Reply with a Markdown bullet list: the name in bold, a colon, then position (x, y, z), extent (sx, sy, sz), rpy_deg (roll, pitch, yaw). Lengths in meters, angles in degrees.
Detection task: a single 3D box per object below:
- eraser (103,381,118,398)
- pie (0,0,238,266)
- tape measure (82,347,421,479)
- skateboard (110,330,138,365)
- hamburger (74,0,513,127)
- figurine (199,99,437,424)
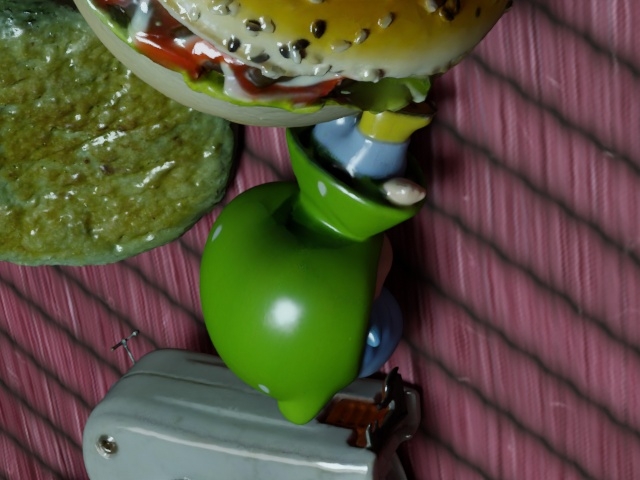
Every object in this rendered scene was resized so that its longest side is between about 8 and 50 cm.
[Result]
- **eraser**: position (-0.130, 0.151, 1.458), extent (0.105, 0.026, 0.065), rpy_deg (-6, 115, 15)
- **pie**: position (-0.196, -0.084, 1.277), extent (0.078, 0.277, 0.277), rpy_deg (-108, 27, -43)
- **tape measure**: position (-0.052, 0.208, 1.358), extent (0.258, 0.130, 0.265), rpy_deg (7, 121, 22)
- **skateboard**: position (-0.165, 0.122, 1.502), extent (0.064, 0.032, 0.083), rpy_deg (-1, 117, 53)
- **hamburger**: position (-0.014, -0.203, 0.985), extent (0.300, 0.300, 0.176), rpy_deg (54, 153, 2)
- **figurine**: position (0.000, 0.000, 1.211), extent (0.162, 0.143, 0.263), rpy_deg (44, 127, 35)
